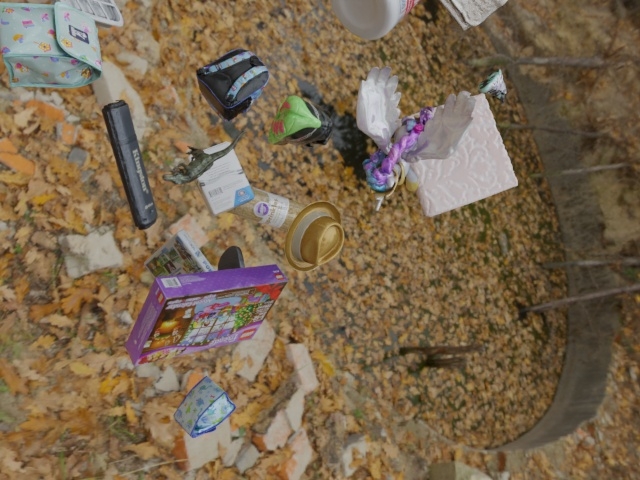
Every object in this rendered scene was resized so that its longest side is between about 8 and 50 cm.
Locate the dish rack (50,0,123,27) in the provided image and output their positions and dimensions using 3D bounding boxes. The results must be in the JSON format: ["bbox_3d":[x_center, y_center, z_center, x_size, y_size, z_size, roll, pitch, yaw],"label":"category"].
[{"bbox_3d":[-0.813,-0.849,1.684,0.332,0.072,0.285,66,22,-2],"label":"dish rack"}]

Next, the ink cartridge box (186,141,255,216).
[{"bbox_3d":[-0.307,-0.186,1.588,0.140,0.082,0.190,-25,92,-19],"label":"ink cartridge box"}]

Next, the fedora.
[{"bbox_3d":[0.000,0.000,1.299,0.194,0.079,0.194,-20,122,-34],"label":"fedora"}]

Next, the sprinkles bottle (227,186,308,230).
[{"bbox_3d":[-0.216,-0.124,1.856,0.356,0.121,0.121,17,60,-23],"label":"sprinkles bottle"}]

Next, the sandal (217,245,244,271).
[{"bbox_3d":[-0.252,0.143,1.559,0.054,0.097,0.254,4,75,-57],"label":"sandal"}]

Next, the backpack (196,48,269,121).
[{"bbox_3d":[-0.235,-0.437,1.439,0.173,0.117,0.158,-40,81,-17],"label":"backpack"}]

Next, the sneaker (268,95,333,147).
[{"bbox_3d":[-0.067,-0.396,1.836,0.202,0.483,0.185,19,101,-13],"label":"sneaker"}]

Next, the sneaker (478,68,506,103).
[{"bbox_3d":[0.381,-0.324,1.126,0.098,0.038,0.069,-46,113,-36],"label":"sneaker"}]

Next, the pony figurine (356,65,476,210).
[{"bbox_3d":[0.238,-0.268,1.429,0.303,0.350,0.363,22,19,14],"label":"pony figurine"}]

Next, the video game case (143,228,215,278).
[{"bbox_3d":[-0.438,0.141,1.731,0.036,0.329,0.300,-41,98,-40],"label":"video game case"}]

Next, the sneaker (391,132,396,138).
[{"bbox_3d":[0.211,-0.431,1.831,0.051,0.089,0.170,35,46,-69],"label":"sneaker"}]

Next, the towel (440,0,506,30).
[{"bbox_3d":[0.373,-0.622,1.131,0.187,0.282,0.049,38,19,-23],"label":"towel"}]

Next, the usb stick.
[{"bbox_3d":[-0.409,-0.160,1.119,0.077,0.045,0.277,-83,167,-66],"label":"usb stick"}]

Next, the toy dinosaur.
[{"bbox_3d":[-0.302,-0.194,1.278,0.268,0.118,0.064,-49,127,-41],"label":"toy dinosaur"}]

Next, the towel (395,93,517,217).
[{"bbox_3d":[0.430,-0.276,1.667,0.317,0.053,0.331,-18,87,-2],"label":"towel"}]

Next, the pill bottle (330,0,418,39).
[{"bbox_3d":[0.229,-0.814,1.568,0.229,0.229,0.407,48,66,-18],"label":"pill bottle"}]

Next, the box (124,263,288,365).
[{"bbox_3d":[-0.228,0.148,1.070,0.293,0.201,0.057,-4,47,-46],"label":"box"}]

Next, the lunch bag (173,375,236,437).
[{"bbox_3d":[-0.348,0.500,1.534,0.151,0.129,0.096,-39,121,-26],"label":"lunch bag"}]

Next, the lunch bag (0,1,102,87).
[{"bbox_3d":[-0.787,-0.574,1.525,0.262,0.160,0.223,-9,65,-22],"label":"lunch bag"}]
